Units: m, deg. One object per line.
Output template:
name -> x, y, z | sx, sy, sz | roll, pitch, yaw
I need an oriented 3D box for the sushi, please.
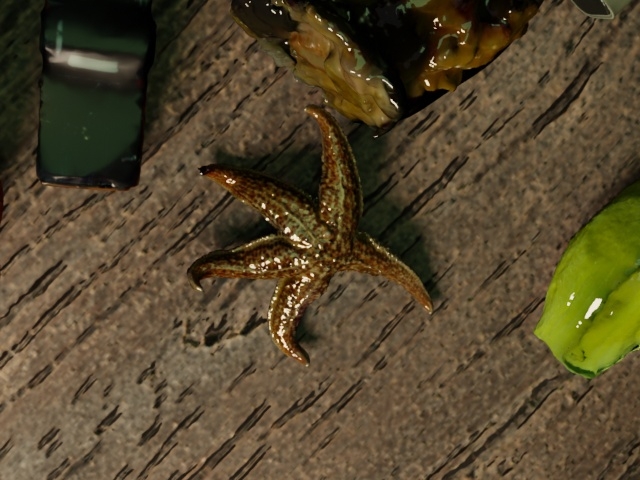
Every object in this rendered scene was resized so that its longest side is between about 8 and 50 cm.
sushi -> 0.064, -0.192, 0.999 | 0.213, 0.200, 0.204 | 42, 85, -19

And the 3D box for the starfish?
starfish -> 0.000, 0.002, 1.098 | 0.238, 0.057, 0.213 | 21, 104, -11

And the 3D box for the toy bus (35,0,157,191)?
toy bus -> -0.167, -0.245, 1.006 | 0.093, 0.092, 0.409 | 4, 100, -11

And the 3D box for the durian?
durian -> 0.291, 0.013, 1.124 | 0.250, 0.101, 0.139 | -43, 139, 1

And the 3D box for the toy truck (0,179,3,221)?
toy truck -> -0.352, -0.026, 0.945 | 0.265, 0.239, 0.189 | 30, 95, -12

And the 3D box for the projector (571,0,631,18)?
projector -> 0.234, -0.239, 1.070 | 0.082, 0.083, 0.083 | -43, 104, 1
